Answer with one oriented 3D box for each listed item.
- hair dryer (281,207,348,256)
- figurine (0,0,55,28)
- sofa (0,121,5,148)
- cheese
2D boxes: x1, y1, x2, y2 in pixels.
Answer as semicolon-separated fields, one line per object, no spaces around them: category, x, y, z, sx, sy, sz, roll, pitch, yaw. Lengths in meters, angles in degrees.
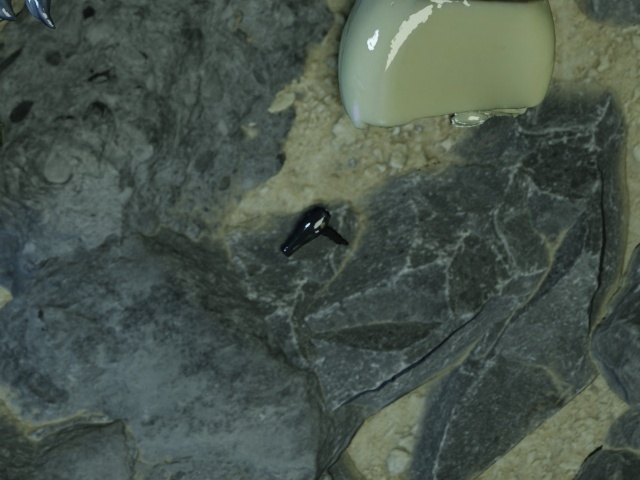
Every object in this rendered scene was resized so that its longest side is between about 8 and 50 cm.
hair dryer;0.000;0.000;1.721;0.083;0.031;0.079;29;114;-39
figurine;-0.307;-0.321;1.332;0.265;0.197;0.175;-18;124;0
sofa;-0.475;-0.161;1.420;0.210;0.176;0.225;-29;151;-5
cheese;0.150;-0.221;1.603;0.266;0.127;0.233;-4;120;-17
